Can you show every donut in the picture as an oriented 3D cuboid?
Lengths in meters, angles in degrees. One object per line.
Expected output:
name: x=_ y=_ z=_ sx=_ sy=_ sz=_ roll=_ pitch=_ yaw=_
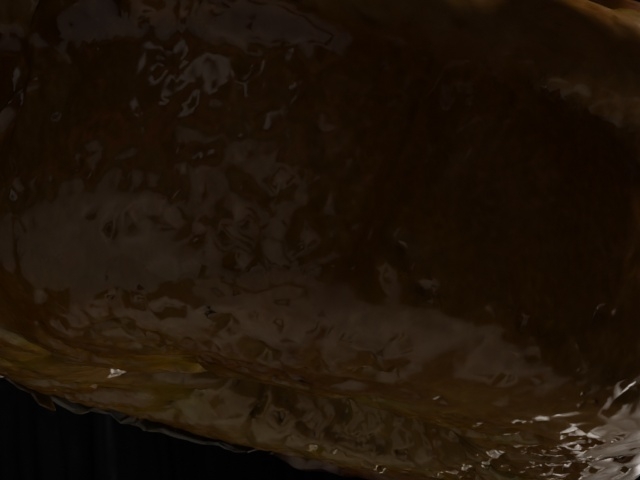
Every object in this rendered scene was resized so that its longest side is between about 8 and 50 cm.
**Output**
donut: x=0.000 y=0.000 z=0.522 sx=0.317 sy=0.150 sz=0.299 roll=-3 pitch=-23 yaw=36
